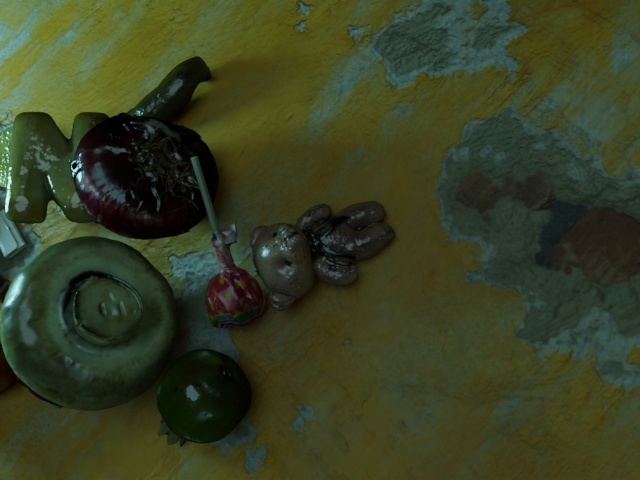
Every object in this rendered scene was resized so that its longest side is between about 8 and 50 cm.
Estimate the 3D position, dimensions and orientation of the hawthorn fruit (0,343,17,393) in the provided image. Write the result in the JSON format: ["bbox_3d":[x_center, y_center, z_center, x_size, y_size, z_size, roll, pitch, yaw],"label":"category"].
[{"bbox_3d":[-0.747,0.285,1.351,0.125,0.125,0.140,-43,72,-1],"label":"hawthorn fruit"}]

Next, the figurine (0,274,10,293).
[{"bbox_3d":[-0.891,0.183,1.355,0.211,0.253,0.361,29,86,27],"label":"figurine"}]

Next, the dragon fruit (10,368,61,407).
[{"bbox_3d":[-0.595,0.294,1.300,0.121,0.161,0.127,-40,59,-2],"label":"dragon fruit"}]

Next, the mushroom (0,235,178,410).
[{"bbox_3d":[-0.454,0.160,1.214,0.353,0.260,0.351,11,63,-24],"label":"mushroom"}]

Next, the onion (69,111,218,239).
[{"bbox_3d":[-0.386,-0.136,1.329,0.314,0.232,0.313,14,58,-24],"label":"onion"}]

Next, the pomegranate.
[{"bbox_3d":[-0.247,0.327,1.209,0.187,0.187,0.225,48,117,20],"label":"pomegranate"}]

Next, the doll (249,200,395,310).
[{"bbox_3d":[0.000,0.000,1.247,0.304,0.156,0.201,-25,65,0],"label":"doll"}]

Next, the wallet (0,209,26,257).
[{"bbox_3d":[-0.777,-0.017,1.495,0.061,0.025,0.122,-36,69,-6],"label":"wallet"}]

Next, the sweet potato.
[{"bbox_3d":[-0.383,-0.335,1.473,0.286,0.085,0.112,-39,35,11],"label":"sweet potato"}]

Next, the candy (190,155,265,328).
[{"bbox_3d":[-0.211,0.005,1.249,0.124,0.124,0.365,-15,97,9],"label":"candy"}]

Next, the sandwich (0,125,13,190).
[{"bbox_3d":[-0.805,-0.172,1.530,0.163,0.058,0.192,-25,73,7],"label":"sandwich"}]

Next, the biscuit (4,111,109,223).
[{"bbox_3d":[-0.631,-0.181,1.461,0.237,0.062,0.290,1,72,-5],"label":"biscuit"}]
